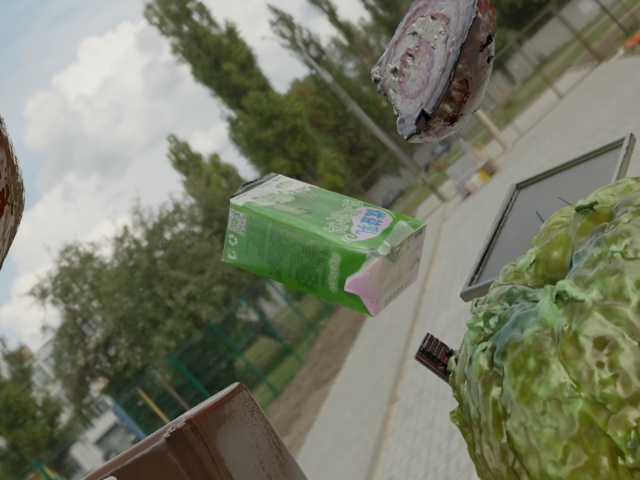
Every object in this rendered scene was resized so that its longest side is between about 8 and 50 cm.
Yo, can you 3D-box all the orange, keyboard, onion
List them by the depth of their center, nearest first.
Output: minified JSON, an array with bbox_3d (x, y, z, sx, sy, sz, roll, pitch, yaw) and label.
[{"bbox_3d":[0.218,0.075,0.606,0.301,0.223,0.300,-50,11,12],"label":"orange"},{"bbox_3d":[0.218,-0.301,1.507,0.280,0.146,0.314,-55,23,29],"label":"onion"},{"bbox_3d":[0.262,0.244,1.569,0.025,0.230,0.094,-55,-2,35],"label":"keyboard"}]

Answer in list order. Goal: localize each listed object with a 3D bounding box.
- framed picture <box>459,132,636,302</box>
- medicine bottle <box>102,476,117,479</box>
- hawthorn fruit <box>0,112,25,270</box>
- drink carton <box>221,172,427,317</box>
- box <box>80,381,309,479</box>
[{"bbox_3d":[0.346,-0.040,1.388,0.232,0.024,0.315,-25,19,40],"label":"framed picture"},{"bbox_3d":[-0.265,0.321,1.022,0.118,0.074,0.055,-34,-10,23],"label":"medicine bottle"},{"bbox_3d":[-0.347,-0.055,0.649,0.284,0.285,0.369,-42,7,-24],"label":"hawthorn fruit"},{"bbox_3d":[0.000,0.000,1.345,0.161,0.271,0.108,-34,-44,-55],"label":"drink carton"},{"bbox_3d":[-0.193,0.395,1.475,0.239,0.229,0.339,-33,-5,12],"label":"box"}]
